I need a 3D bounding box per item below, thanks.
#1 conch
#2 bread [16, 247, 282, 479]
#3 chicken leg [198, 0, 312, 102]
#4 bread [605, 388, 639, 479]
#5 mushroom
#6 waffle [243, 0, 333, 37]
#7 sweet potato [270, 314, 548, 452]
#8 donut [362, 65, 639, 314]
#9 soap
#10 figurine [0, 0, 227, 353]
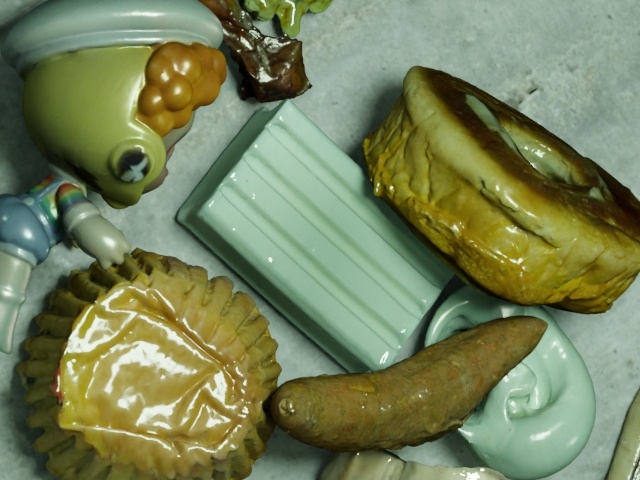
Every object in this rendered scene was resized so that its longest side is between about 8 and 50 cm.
[{"bbox_3d":[0.197,0.154,2.005,0.185,0.121,0.221,-13,76,-34],"label":"conch"},{"bbox_3d":[-0.157,0.143,1.820,0.274,0.149,0.274,1,87,-20],"label":"bread"},{"bbox_3d":[-0.123,-0.247,1.900,0.304,0.093,0.113,41,106,-18],"label":"chicken leg"},{"bbox_3d":[0.384,0.222,2.131,0.073,0.053,0.214,32,73,-16],"label":"bread"},{"bbox_3d":[0.113,0.314,1.927,0.236,0.162,0.173,24,73,-21],"label":"mushroom"},{"bbox_3d":[-0.048,-0.341,1.970,0.204,0.054,0.223,-46,106,-22],"label":"waffle"},{"bbox_3d":[0.093,0.159,1.885,0.341,0.092,0.114,-14,127,-32],"label":"sweet potato"},{"bbox_3d":[0.196,-0.040,1.950,0.330,0.330,0.160,27,105,-22],"label":"donut"},{"bbox_3d":[0.000,0.000,1.941,0.265,0.087,0.160,42,71,-17],"label":"soap"},{"bbox_3d":[-0.240,-0.080,1.757,0.205,0.224,0.382,30,73,-17],"label":"figurine"}]
